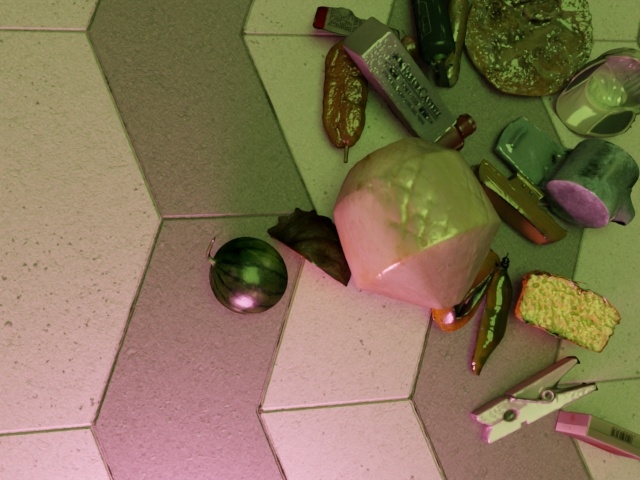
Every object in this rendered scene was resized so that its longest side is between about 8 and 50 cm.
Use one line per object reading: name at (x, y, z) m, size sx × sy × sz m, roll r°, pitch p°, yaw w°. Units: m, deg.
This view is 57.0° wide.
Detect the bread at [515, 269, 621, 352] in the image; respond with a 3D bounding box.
bread at (0.643, 0.182, 1.580) m, size 0.260 × 0.147 × 0.160 m, roll 20°, pitch 89°, yaw 0°

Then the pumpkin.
pumpkin at (0.000, 0.000, 1.495) m, size 0.254 × 0.149 × 0.130 m, roll 35°, pitch 87°, yaw -3°

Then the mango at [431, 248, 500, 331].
mango at (0.375, 0.123, 1.542) m, size 0.156 × 0.151 × 0.249 m, roll 30°, pitch 83°, yaw -40°

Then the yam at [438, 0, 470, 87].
yam at (0.377, -0.589, 1.656) m, size 0.071 × 0.067 × 0.317 m, roll 10°, pitch 88°, yaw -51°

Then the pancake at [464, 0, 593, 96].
pancake at (0.597, -0.591, 1.696) m, size 0.387 × 0.082 × 0.387 m, roll 0°, pitch 86°, yaw -3°

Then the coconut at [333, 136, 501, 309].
coconut at (0.226, -0.025, 1.427) m, size 0.344 × 0.415 × 0.415 m, roll -15°, pitch 85°, yaw -33°

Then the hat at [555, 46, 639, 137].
hat at (0.812, -0.424, 1.685) m, size 0.275 × 0.161 × 0.232 m, roll -34°, pitch 103°, yaw 12°

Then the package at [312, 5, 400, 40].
package at (0.102, -0.582, 1.602) m, size 0.239 × 0.030 × 0.154 m, roll 15°, pitch 40°, yaw -7°

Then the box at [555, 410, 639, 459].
box at (0.747, 0.514, 1.552) m, size 0.201 × 0.141 × 0.058 m, roll 23°, pitch 75°, yaw -7°

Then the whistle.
whistle at (0.678, -0.186, 1.634) m, size 0.404 × 0.188 × 0.168 m, roll 33°, pitch 73°, yaw 30°

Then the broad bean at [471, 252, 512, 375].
broad bean at (0.468, 0.198, 1.586) m, size 0.077 × 0.061 × 0.339 m, roll 18°, pitch 81°, yaw -22°

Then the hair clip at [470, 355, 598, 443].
hair clip at (0.560, 0.421, 1.561) m, size 0.330 × 0.085 × 0.101 m, roll -25°, pitch 85°, yaw -10°

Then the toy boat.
toy boat at (0.547, -0.108, 1.627) m, size 0.321 × 0.089 × 0.121 m, roll 39°, pitch 63°, yaw -3°

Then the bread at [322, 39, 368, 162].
bread at (0.070, -0.374, 1.584) m, size 0.124 × 0.084 × 0.344 m, roll 1°, pitch 83°, yaw 9°

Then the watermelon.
watermelon at (-0.185, 0.083, 1.427) m, size 0.214 × 0.188 × 0.188 m, roll 19°, pitch 80°, yaw -27°

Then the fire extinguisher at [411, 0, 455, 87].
fire extinguisher at (0.311, -0.570, 1.605) m, size 0.095 × 0.114 × 0.311 m, roll -12°, pitch 64°, yaw 17°

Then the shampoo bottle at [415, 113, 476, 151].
shampoo bottle at (0.310, -0.257, 1.617) m, size 0.260 × 0.064 × 0.102 m, roll -34°, pitch 83°, yaw -12°

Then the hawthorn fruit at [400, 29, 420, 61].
hawthorn fruit at (0.247, -0.550, 1.649) m, size 0.066 × 0.067 × 0.103 m, roll -1°, pitch 70°, yaw -9°

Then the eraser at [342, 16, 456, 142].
eraser at (0.208, -0.410, 1.538) m, size 0.111 × 0.077 × 0.352 m, roll -41°, pitch 108°, yaw 1°
